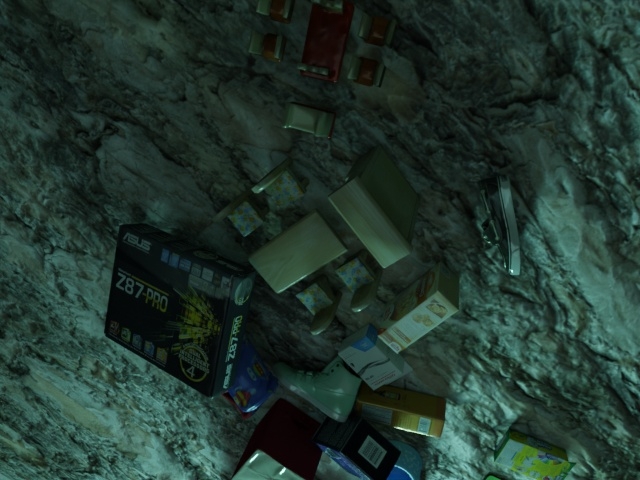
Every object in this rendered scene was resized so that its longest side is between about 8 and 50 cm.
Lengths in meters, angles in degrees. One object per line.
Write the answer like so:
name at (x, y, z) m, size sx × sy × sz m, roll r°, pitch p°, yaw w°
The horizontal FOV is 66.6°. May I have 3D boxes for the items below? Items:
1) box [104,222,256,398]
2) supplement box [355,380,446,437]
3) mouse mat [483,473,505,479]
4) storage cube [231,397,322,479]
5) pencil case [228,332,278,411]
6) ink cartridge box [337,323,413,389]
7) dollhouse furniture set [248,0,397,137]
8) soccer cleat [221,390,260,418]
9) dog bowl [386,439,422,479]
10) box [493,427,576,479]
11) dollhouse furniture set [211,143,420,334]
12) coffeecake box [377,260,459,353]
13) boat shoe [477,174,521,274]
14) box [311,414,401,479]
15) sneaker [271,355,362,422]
box at (-0.363, 0.163, 1.223) m, size 0.394 × 0.097 × 0.318 m, roll 21°, pitch 103°, yaw 26°
supplement box at (0.214, 0.452, 1.310) m, size 0.233 × 0.078 × 0.080 m, roll 12°, pitch 122°, yaw 11°
mouse mat at (0.540, 0.755, 1.404) m, size 0.189 × 0.007 × 0.153 m, roll 22°, pitch 119°, yaw 4°
storage cube at (-0.115, 0.623, 1.423) m, size 0.183 × 0.193 × 0.215 m, roll 34°, pitch 121°, yaw -2°
pencil case at (-0.227, 0.304, 1.303) m, size 0.306 × 0.133 × 0.119 m, roll 56°, pitch 137°, yaw 6°
ink cartridge box at (0.146, 0.317, 1.272) m, size 0.104 × 0.060 × 0.180 m, roll -39°, pitch 100°, yaw 28°
dollhouse furniture set at (-0.001, -0.346, 0.975) m, size 0.262 × 0.135 × 0.259 m, roll 17°, pitch 107°, yaw 8°
soccer cleat at (-0.273, 0.364, 1.384) m, size 0.108 × 0.116 × 0.318 m, roll -31°, pitch 104°, yaw 27°
dog bowl at (0.220, 0.728, 1.445) m, size 0.165 × 0.074 × 0.297 m, roll -1°, pitch 114°, yaw 17°
box at (0.566, 0.576, 1.289) m, size 0.179 × 0.043 × 0.105 m, roll 21°, pitch 119°, yaw 8°
dollhouse furniture set at (0.000, 0.000, 1.047) m, size 0.394 × 0.256 × 0.362 m, roll -33°, pitch 102°, yaw 27°
coffeecake box at (0.227, 0.153, 1.121) m, size 0.068 × 0.142 × 0.185 m, roll 42°, pitch 119°, yaw -6°
boat shoe at (0.378, -0.028, 1.032) m, size 0.070 × 0.078 × 0.219 m, roll -10°, pitch 104°, yaw 19°
box at (0.092, 0.561, 1.327) m, size 0.153 × 0.108 × 0.207 m, roll 43°, pitch 155°, yaw -7°
sneaker at (-0.004, 0.364, 1.340) m, size 0.255 × 0.094 × 0.151 m, roll 26°, pitch 86°, yaw 24°
